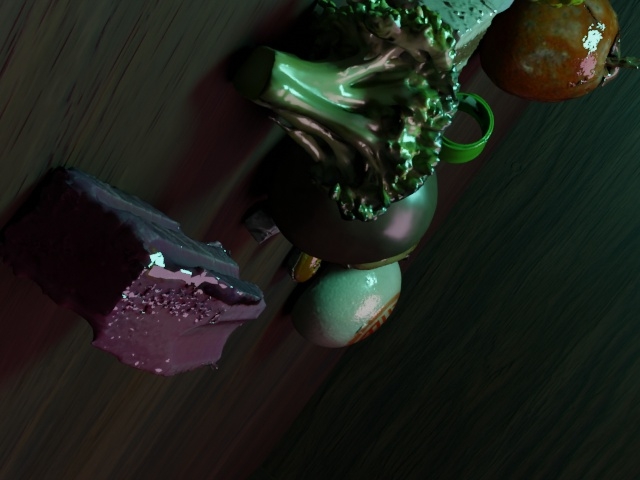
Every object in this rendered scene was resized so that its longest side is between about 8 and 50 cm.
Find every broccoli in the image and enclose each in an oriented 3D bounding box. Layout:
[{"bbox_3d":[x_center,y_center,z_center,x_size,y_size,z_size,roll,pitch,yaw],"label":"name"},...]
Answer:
[{"bbox_3d":[0.026,-0.148,0.918,0.243,0.247,0.263,8,168,-40],"label":"broccoli"}]

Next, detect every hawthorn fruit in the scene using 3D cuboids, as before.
[{"bbox_3d":[0.482,-0.391,1.661,0.276,0.307,0.276,-43,152,-30],"label":"hawthorn fruit"}]

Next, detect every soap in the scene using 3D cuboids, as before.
[{"bbox_3d":[-0.157,0.037,0.824,0.112,0.182,0.289,-48,168,4],"label":"soap"}]

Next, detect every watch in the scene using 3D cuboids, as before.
[{"bbox_3d":[0.253,-0.217,1.669,0.165,0.152,0.131,-49,171,-19],"label":"watch"}]

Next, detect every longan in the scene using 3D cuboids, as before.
[{"bbox_3d":[0.050,-0.079,1.192,0.246,0.246,0.215,-29,143,-61],"label":"longan"}]

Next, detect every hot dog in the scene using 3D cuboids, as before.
[{"bbox_3d":[0.000,0.000,1.605,0.191,0.059,0.108,-58,171,19],"label":"hot dog"}]

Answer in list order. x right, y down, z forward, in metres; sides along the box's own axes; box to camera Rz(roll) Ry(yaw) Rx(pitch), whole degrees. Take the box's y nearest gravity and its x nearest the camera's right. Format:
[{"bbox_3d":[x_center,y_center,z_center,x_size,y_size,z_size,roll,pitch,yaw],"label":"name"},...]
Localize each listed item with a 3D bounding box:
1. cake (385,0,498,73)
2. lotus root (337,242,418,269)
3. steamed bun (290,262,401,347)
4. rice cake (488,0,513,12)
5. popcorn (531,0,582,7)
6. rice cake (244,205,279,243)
[{"bbox_3d":[0.131,-0.266,1.096,0.134,0.135,0.147,-42,170,-40],"label":"cake"},{"bbox_3d":[0.131,-0.019,1.785,0.257,0.154,0.140,-37,-166,-37],"label":"lotus root"},{"bbox_3d":[0.073,0.134,1.916,0.283,0.177,0.283,-45,173,-7],"label":"steamed bun"},{"bbox_3d":[0.286,-0.430,1.349,0.124,0.038,0.211,-25,160,-15],"label":"rice cake"},{"bbox_3d":[0.294,-0.432,1.082,0.237,0.206,0.251,-12,124,-47],"label":"popcorn"},{"bbox_3d":[-0.046,-0.045,1.315,0.042,0.045,0.245,-46,173,27],"label":"rice cake"}]
